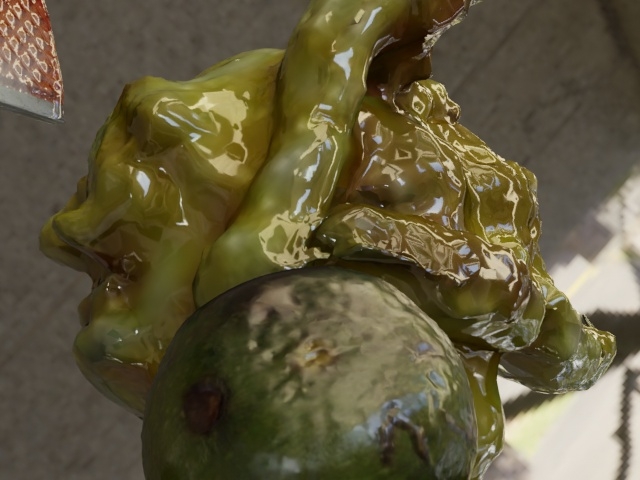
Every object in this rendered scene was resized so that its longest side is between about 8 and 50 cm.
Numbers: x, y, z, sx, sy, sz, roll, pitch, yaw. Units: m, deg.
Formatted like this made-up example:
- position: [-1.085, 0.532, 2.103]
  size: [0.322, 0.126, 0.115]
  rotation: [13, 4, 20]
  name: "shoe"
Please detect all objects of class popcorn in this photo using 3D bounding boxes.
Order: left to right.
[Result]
- position: [0.000, 0.009, 0.965]
  size: [0.290, 0.326, 0.321]
  rotation: [-24, 128, 3]
  name: "popcorn"

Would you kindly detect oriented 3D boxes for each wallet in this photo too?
- position: [-0.233, -0.138, 1.044]
  size: [0.020, 0.103, 0.196]
  rotation: [-21, 161, 28]
  name: "wallet"

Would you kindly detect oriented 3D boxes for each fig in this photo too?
- position: [-0.006, 0.086, 0.630]
  size: [0.123, 0.123, 0.156]
  rotation: [-35, 148, -26]
  name: "fig"
